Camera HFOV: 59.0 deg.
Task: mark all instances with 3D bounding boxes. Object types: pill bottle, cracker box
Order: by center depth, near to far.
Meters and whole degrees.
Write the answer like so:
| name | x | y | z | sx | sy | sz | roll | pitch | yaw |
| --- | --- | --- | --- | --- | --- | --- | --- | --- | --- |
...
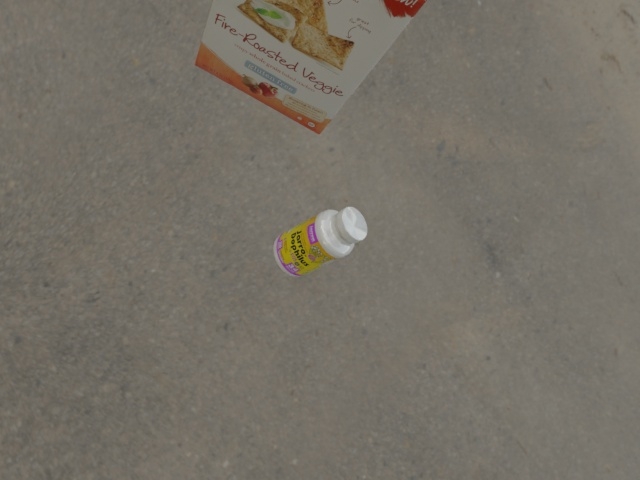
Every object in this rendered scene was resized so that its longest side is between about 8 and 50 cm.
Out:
| name | x | y | z | sx | sy | sz | roll | pitch | yaw |
| --- | --- | --- | --- | --- | --- | --- | --- | --- | --- |
| pill bottle | 0.000 | 0.000 | 0.494 | 0.043 | 0.083 | 0.043 | 25 | 52 | -37 |
| cracker box | -0.016 | -0.209 | 0.525 | 0.156 | 0.232 | 0.067 | 27 | 64 | -12 |
